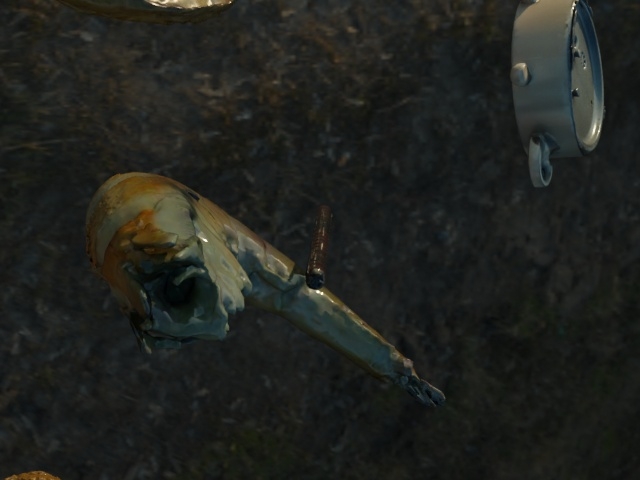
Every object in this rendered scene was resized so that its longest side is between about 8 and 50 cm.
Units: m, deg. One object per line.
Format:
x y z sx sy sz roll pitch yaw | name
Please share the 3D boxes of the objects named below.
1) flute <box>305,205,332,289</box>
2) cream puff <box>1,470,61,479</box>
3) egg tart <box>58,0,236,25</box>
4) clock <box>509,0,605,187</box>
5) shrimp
0.000 0.000 0.776 0.014 0.269 0.014 0 100 2 | flute
-0.258 0.273 1.022 0.126 0.103 0.144 18 59 -10 | cream puff
-0.182 -0.325 0.927 0.351 0.150 0.352 23 41 -22 | egg tart
0.223 -0.154 1.082 0.156 0.063 0.229 55 38 -54 | clock
-0.054 0.029 0.733 0.068 0.185 0.287 -50 141 4 | shrimp
